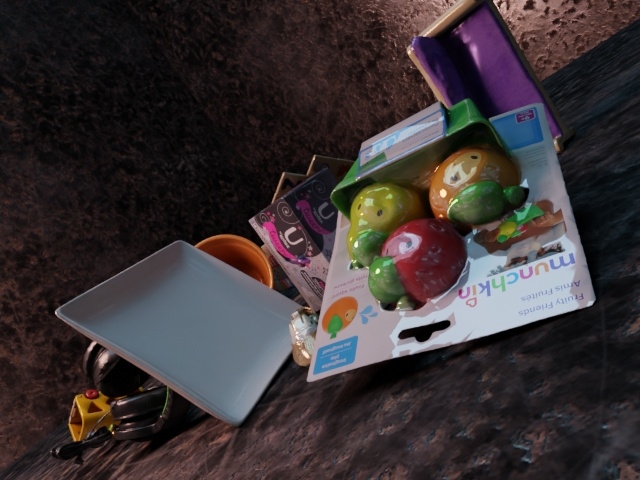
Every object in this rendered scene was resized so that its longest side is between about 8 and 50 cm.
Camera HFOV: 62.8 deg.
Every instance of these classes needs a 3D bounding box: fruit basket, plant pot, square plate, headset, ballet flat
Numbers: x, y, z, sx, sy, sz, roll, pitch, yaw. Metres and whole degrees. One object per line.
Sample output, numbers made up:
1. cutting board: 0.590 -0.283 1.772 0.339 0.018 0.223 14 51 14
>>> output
1. fruit basket: 0.129 -0.019 0.645 0.327 0.165 0.353 -23 30 32
2. plant pot: -0.279 0.145 1.632 0.291 0.291 0.203 -36 -11 -7
3. square plate: -0.213 0.147 0.940 0.049 0.344 0.347 -67 -11 26
4. headset: -0.389 0.296 1.020 0.185 0.243 0.394 -7 -38 -48
5. ballet flat: -0.027 0.154 0.879 0.073 0.067 0.206 -35 5 -4

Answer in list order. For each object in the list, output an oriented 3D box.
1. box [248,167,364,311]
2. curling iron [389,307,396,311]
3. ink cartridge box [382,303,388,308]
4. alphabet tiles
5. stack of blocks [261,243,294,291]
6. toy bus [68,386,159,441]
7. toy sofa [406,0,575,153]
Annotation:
1. box: 0.000 0.000 1.115 0.142 0.247 0.163 -29 8 47
2. curling iron: 0.148 0.067 0.700 0.274 0.035 0.068 -35 5 -2
3. ink cartridge box: 0.102 0.073 0.903 0.207 0.046 0.097 -39 7 -37
4. alphabet tiles: 0.040 -0.073 1.293 0.343 0.011 0.285 5 -53 -26
5. stack of blocks: -0.113 0.063 1.758 0.087 0.171 0.297 -38 5 -31
6. toy bus: -0.489 0.419 1.252 0.202 0.191 0.104 -37 48 -11
7. toy sofa: 0.352 -0.313 1.085 0.177 0.362 0.150 -31 1 -43
